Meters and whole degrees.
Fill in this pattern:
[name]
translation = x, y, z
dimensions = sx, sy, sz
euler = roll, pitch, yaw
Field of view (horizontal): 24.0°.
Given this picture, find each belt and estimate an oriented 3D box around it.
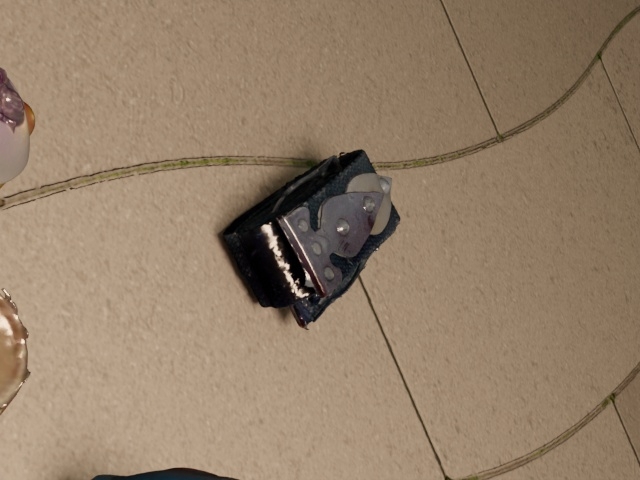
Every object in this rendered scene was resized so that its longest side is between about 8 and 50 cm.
[belt]
translation = 0.000, -0.001, 1.567
dimensions = 0.218, 0.122, 0.128
euler = -42, 108, -49

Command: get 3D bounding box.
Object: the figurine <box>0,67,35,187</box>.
[figurine]
translation = -0.305, -0.139, 1.201
dimensions = 0.193, 0.133, 0.274
euler = 26, 46, -28

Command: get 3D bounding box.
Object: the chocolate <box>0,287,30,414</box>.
[chocolate]
translation = -0.333, 0.044, 1.089
dimensions = 0.161, 0.083, 0.261
euler = -44, 106, -37

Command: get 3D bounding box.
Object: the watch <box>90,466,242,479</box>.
[watch]
translation = -0.116, 0.348, 1.126
dimensions = 0.274, 0.241, 0.305
euler = -47, 114, -37
